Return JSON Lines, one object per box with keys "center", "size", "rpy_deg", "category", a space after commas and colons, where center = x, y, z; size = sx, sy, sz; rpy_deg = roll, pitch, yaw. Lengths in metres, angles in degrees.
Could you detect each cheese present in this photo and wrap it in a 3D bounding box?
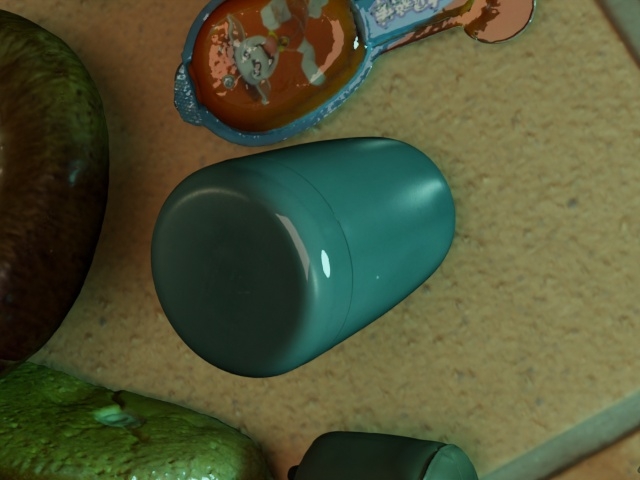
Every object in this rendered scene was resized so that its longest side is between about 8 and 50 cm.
{"center": [0.014, -0.134, 0.865], "size": [0.256, 0.037, 0.106], "rpy_deg": [-19, 89, 22], "category": "cheese"}

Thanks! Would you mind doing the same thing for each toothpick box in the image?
{"center": [0.000, 0.000, 0.799], "size": [0.120, 0.184, 0.120], "rpy_deg": [10, 108, 32], "category": "toothpick box"}

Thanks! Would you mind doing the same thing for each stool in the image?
{"center": [0.039, 0.167, 0.851], "size": [0.110, 0.096, 0.096], "rpy_deg": [8, 97, 26], "category": "stool"}

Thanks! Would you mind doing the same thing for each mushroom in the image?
{"center": [-0.267, -0.015, 0.879], "size": [0.267, 0.254, 0.267], "rpy_deg": [8, 107, 28], "category": "mushroom"}

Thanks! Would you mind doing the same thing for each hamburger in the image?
{"center": [-0.187, 0.193, 0.895], "size": [0.288, 0.192, 0.168], "rpy_deg": [12, 108, 20], "category": "hamburger"}

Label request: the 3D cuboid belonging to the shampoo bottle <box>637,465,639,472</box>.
{"center": [0.244, 0.180, 0.803], "size": [0.049, 0.034, 0.141], "rpy_deg": [-42, 79, 26], "category": "shampoo bottle"}
